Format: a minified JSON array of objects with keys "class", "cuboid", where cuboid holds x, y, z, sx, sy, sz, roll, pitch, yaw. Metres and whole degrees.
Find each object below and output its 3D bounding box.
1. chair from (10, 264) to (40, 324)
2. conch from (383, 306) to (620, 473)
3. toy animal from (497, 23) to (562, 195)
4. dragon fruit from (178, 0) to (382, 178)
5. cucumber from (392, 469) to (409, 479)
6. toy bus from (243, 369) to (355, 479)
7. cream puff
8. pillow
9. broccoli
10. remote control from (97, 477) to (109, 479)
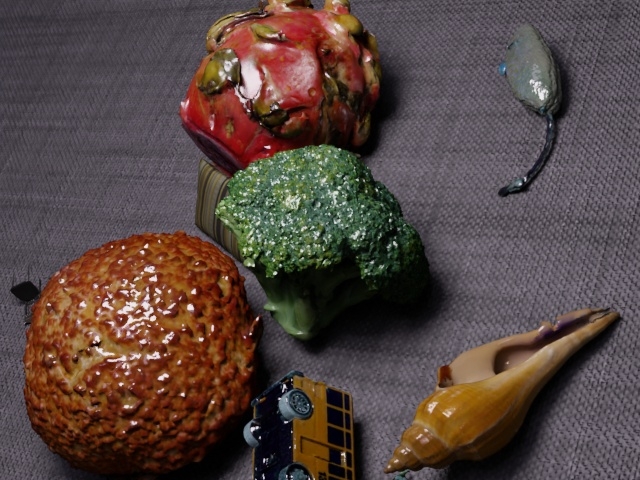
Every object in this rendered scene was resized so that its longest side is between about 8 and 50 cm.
[{"class":"chair","cuboid":[-0.440,0.081,1.749,0.037,0.042,0.086,-27,46,12]},{"class":"conch","cuboid":[0.205,0.172,1.307,0.330,0.093,0.109,-27,25,-20]},{"class":"toy animal","cuboid":[0.283,-0.176,1.552,0.079,0.070,0.253,-33,48,53]},{"class":"dragon fruit","cuboid":[-0.046,-0.217,1.627,0.250,0.269,0.291,37,80,32]},{"class":"cucumber","cuboid":[0.062,0.319,1.294,0.037,0.037,0.155,9,59,33]},{"class":"toy bus","cuboid":[-0.020,0.265,1.325,0.098,0.114,0.201,-41,37,39]},{"class":"cream puff","cuboid":[-0.235,0.131,1.475,0.350,0.229,0.350,-13,52,17]},{"class":"pillow","cuboid":[-0.115,-0.027,1.626,0.038,0.113,0.203,-14,36,-36]},{"class":"broccoli","cuboid":[0.000,0.000,1.439,0.261,0.242,0.269,35,35,24]},{"class":"remote control","cuboid":[-0.280,0.348,1.472,0.039,0.014,0.096,-21,49,13]}]
